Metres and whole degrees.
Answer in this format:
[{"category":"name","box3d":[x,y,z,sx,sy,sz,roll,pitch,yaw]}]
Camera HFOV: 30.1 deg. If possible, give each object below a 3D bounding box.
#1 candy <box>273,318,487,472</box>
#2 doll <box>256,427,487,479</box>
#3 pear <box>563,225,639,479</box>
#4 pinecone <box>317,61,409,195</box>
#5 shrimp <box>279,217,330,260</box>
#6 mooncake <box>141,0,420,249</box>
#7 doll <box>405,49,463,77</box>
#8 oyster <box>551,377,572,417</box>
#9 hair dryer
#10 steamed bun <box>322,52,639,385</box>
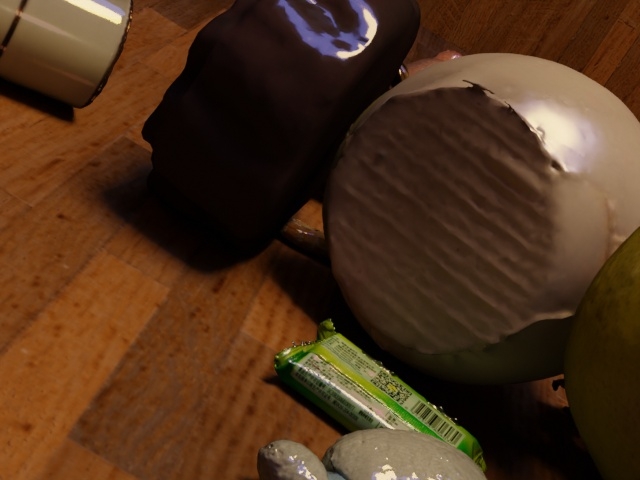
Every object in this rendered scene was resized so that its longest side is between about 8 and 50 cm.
[{"category":"candy","box3d":[0.050,0.133,0.909,0.178,0.032,0.102,37,23,9]},{"category":"doll","box3d":[0.059,0.170,0.770,0.214,0.071,0.103,18,22,-27]},{"category":"pear","box3d":[0.335,0.065,0.837,0.287,0.375,0.287,19,-12,4]},{"category":"pinecone","box3d":[0.015,-0.147,1.331,0.184,0.179,0.204,40,52,-48]},{"category":"shrimp","box3d":[0.000,0.000,1.175,0.108,0.023,0.059,25,12,-21]},{"category":"mooncake","box3d":[-0.035,-0.132,1.058,0.141,0.283,0.283,38,20,5]},{"category":"doll","box3d":[0.161,-0.086,1.495,0.201,0.156,0.303,-25,74,-22]},{"category":"oyster","box3d":[0.355,0.202,1.028,0.354,0.107,0.201,43,-2,28]},{"category":"hair dryer","box3d":[-0.323,-0.259,1.195,0.203,0.128,0.362,21,14,-26]},{"category":"steamed bun","box3d":[0.172,-0.017,1.061,0.309,0.309,0.309,28,19,-11]}]
